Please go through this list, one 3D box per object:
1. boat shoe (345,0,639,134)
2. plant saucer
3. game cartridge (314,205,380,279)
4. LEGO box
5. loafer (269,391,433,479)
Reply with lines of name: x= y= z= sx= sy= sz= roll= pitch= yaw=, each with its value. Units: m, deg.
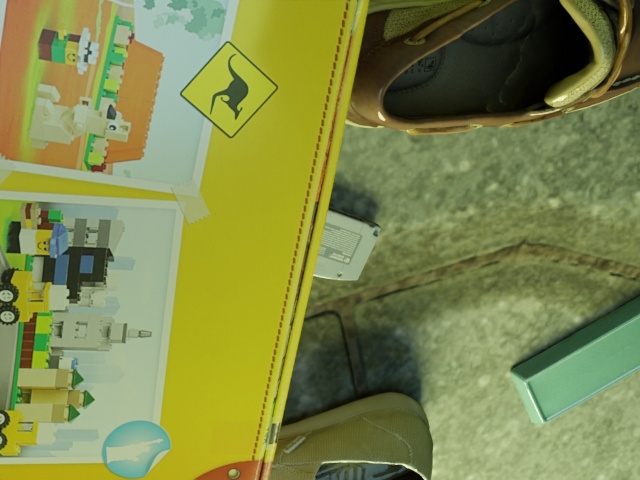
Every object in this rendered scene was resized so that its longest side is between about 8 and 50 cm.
boat shoe: x=0.162 y=-0.132 z=0.722 sx=0.341 sy=0.123 sz=0.123 roll=-10 pitch=114 yaw=-23
plant saucer: x=0.264 y=0.097 z=0.922 sx=0.192 sy=0.018 sz=0.067 roll=-30 pitch=117 yaw=-3
game cartridge: x=0.000 y=0.000 z=0.807 sx=0.083 sy=0.017 sz=0.056 roll=20 pitch=102 yaw=-22
LEGO box: x=-0.188 y=-0.083 z=0.619 sx=0.372 sy=0.193 sz=0.501 roll=6 pitch=110 yaw=-18
loafer: x=-0.027 y=0.208 z=0.843 sx=0.268 sy=0.092 sz=0.102 roll=-24 pitch=116 yaw=-5
